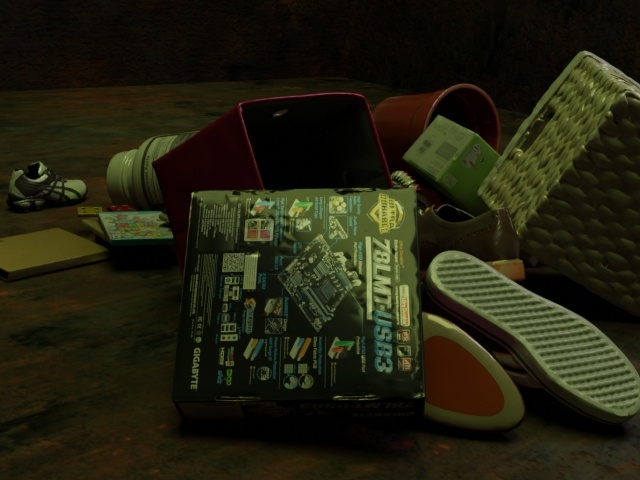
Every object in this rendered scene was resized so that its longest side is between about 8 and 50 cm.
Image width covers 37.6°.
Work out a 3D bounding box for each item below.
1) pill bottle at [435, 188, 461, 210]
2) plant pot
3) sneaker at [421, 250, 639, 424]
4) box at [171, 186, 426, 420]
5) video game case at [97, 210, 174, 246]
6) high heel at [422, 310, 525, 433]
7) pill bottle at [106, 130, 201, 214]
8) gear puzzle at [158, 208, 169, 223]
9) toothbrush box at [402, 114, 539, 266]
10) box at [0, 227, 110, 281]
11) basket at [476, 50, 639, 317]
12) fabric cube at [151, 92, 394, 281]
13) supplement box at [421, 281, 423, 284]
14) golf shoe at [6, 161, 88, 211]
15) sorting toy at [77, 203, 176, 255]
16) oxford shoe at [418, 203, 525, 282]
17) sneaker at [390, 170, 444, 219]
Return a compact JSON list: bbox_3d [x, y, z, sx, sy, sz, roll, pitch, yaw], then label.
[{"bbox_3d":[0.355,-0.097,2.047,0.219,0.123,0.123,-18,25,-24],"label":"pill bottle"},{"bbox_3d":[0.274,-0.269,2.427,0.272,0.272,0.265,-8,13,-36],"label":"plant pot"},{"bbox_3d":[0.270,0.146,1.257,0.321,0.127,0.126,37,51,17],"label":"sneaker"},{"bbox_3d":[-0.022,0.072,1.157,0.293,0.073,0.295,-1,59,2],"label":"box"},{"bbox_3d":[-0.324,-0.023,1.668,0.119,0.015,0.166,-2,18,-21],"label":"video game case"},{"bbox_3d":[0.099,0.154,1.251,0.377,0.127,0.181,30,-12,20],"label":"high heel"},{"bbox_3d":[-0.260,-0.127,1.867,0.318,0.176,0.176,-3,12,26],"label":"pill bottle"},{"bbox_3d":[-0.113,-0.007,1.686,0.339,0.044,0.175,19,5,16],"label":"gear puzzle"},{"bbox_3d":[0.324,-0.101,1.847,0.283,0.122,0.206,37,6,-22],"label":"toothbrush box"},{"bbox_3d":[-0.495,0.021,1.627,0.164,0.021,0.201,19,21,38],"label":"box"},{"bbox_3d":[0.505,-0.086,1.602,0.331,0.328,0.266,30,19,-14],"label":"basket"},{"bbox_3d":[-0.064,-0.057,1.442,0.254,0.259,0.258,-11,-8,-40],"label":"fabric cube"},{"bbox_3d":[0.170,0.115,1.397,0.188,0.081,0.104,4,16,-2],"label":"supplement box"},{"bbox_3d":[-0.560,-0.119,1.952,0.077,0.094,0.198,13,17,28],"label":"golf shoe"},{"bbox_3d":[-0.354,-0.010,1.724,0.132,0.046,0.274,-9,22,-39],"label":"sorting toy"},{"bbox_3d":[0.195,0.006,1.586,0.130,0.132,0.364,-5,2,-39],"label":"oxford shoe"},{"bbox_3d":[0.169,-0.066,1.952,0.112,0.121,0.299,-29,15,-6],"label":"sneaker"}]
